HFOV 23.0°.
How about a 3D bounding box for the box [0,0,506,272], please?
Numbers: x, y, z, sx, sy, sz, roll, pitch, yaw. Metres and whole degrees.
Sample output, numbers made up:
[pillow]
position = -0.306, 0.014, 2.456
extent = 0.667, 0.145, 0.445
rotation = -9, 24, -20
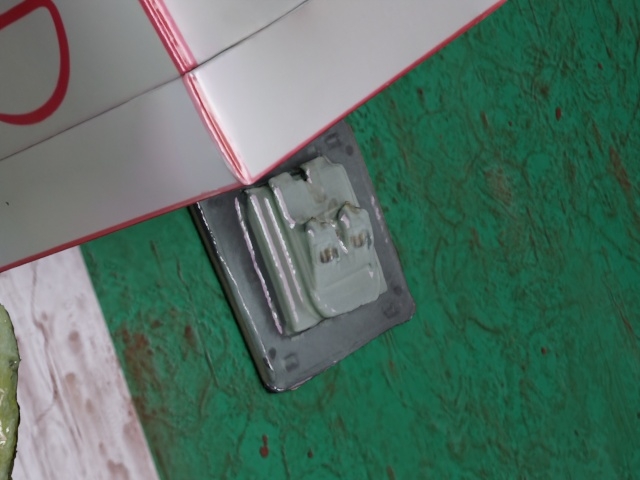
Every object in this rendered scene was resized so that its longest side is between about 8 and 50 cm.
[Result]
[box]
position = -0.118, -0.196, 1.095
extent = 0.314, 0.312, 0.300
rotation = -38, 104, -41

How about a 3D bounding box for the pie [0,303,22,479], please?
[pie]
position = -0.329, 0.093, 0.998
extent = 0.323, 0.071, 0.323
rotation = 10, 73, -38

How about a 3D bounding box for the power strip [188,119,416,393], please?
[power strip]
position = 0.000, 0.000, 1.330
extent = 0.198, 0.064, 0.213
rotation = -29, 101, -41
